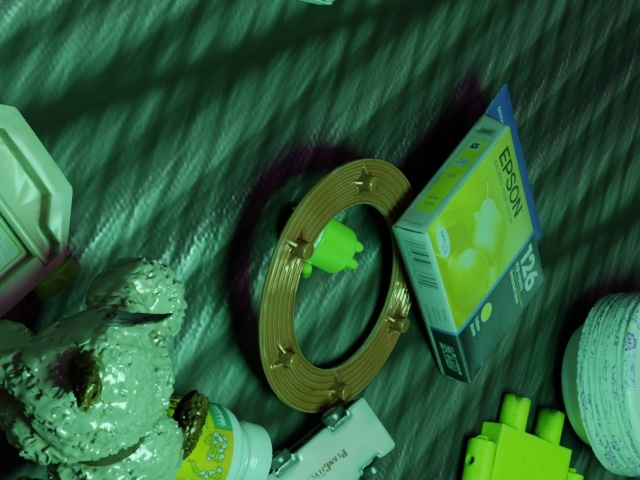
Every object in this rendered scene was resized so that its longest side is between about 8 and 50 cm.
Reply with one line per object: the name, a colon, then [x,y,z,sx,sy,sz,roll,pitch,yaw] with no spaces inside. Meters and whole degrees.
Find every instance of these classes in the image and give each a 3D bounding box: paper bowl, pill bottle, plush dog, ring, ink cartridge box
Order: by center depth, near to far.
plush dog: [-0.214,0.176,1.168,0.262,0.210,0.225,-26,122,-16]
pill bottle: [-0.163,0.238,1.355,0.208,0.117,0.118,18,78,-37]
ring: [0.040,0.062,1.505,0.336,0.032,0.337,-26,124,-47]
ink cartridge box: [0.237,-0.008,1.660,0.307,0.072,0.304,-48,136,-27]
paper bowl: [0.478,0.222,1.835,0.284,0.148,0.284,10,77,-49]

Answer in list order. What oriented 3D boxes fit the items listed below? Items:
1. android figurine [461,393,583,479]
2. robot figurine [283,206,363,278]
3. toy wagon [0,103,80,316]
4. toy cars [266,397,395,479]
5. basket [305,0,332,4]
android figurine: [0.295,0.374,1.762,0.248,0.056,0.273,27,70,-36]
robot figurine: [0.000,0.000,1.525,0.115,0.067,0.101,28,73,-35]
toy wagon: [-0.412,0.004,1.195,0.344,0.068,0.267,-45,115,-30]
toy cars: [-0.024,0.385,1.485,0.176,0.087,0.394,18,73,-21]
basket: [-0.022,-0.375,1.496,0.167,0.103,0.113,8,84,-39]
